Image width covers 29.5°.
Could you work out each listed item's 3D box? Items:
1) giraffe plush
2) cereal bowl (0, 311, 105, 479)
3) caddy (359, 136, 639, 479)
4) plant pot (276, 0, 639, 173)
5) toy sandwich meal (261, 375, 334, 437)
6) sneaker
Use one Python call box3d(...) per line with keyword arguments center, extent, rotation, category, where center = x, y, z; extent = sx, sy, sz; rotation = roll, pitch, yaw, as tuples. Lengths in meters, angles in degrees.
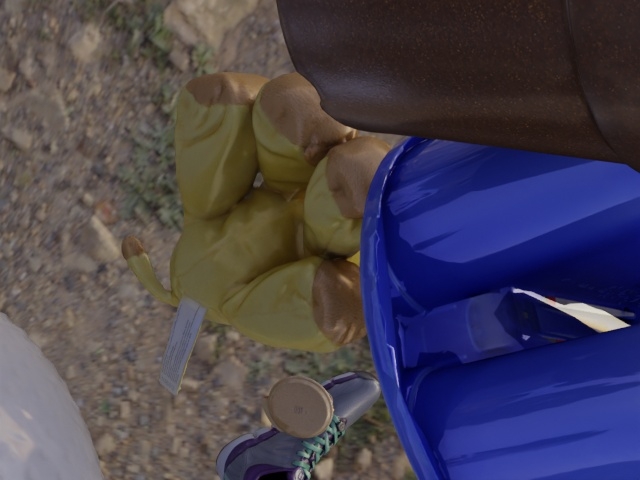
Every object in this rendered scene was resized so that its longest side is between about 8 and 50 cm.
box3d(center=(0.000, 0.000, 0.768), extent=(0.170, 0.210, 0.181), rotation=(-3, 44, -50), category="giraffe plush")
box3d(center=(-0.206, 0.187, 0.633), extent=(0.141, 0.339, 0.339), rotation=(9, 78, -43), category="cereal bowl")
box3d(center=(0.152, 0.056, 0.615), extent=(0.341, 0.179, 0.241), rotation=(18, 57, -50), category="caddy")
box3d(center=(0.084, -0.100, 0.437), extent=(0.167, 0.165, 0.167), rotation=(-9, 102, -52), category="plant pot")
box3d(center=(-0.023, 0.188, 1.385), extent=(0.085, 0.029, 0.086), rotation=(5, 109, 14), category="toy sandwich meal")
box3d(center=(-0.012, 0.247, 1.442), extent=(0.223, 0.098, 0.083), rotation=(-34, 130, -1), category="sneaker")
